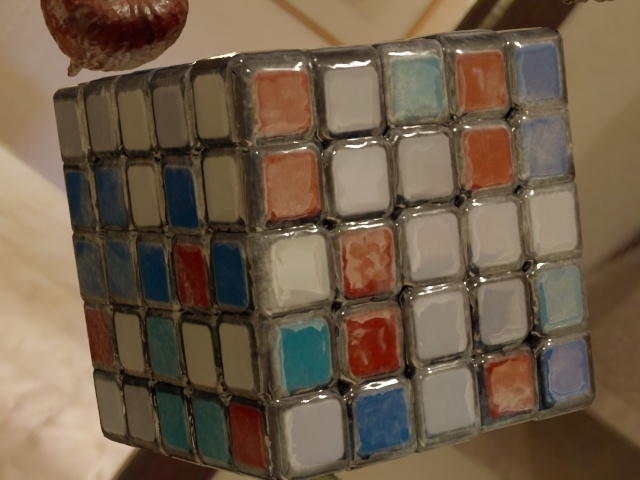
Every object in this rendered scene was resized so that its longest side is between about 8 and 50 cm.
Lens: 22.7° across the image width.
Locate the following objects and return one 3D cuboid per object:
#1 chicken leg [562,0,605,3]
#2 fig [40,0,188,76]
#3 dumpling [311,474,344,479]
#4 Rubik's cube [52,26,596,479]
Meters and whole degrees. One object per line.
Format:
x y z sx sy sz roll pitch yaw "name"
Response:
0.263 -0.264 1.305 0.069 0.198 0.085 -14 67 -55 "chicken leg"
-0.185 -0.177 1.303 0.119 0.153 0.119 34 27 -21 "fig"
0.008 0.201 1.224 0.077 0.043 0.059 39 5 11 "dumpling"
0.000 0.000 1.194 0.292 0.293 0.287 -8 6 -33 "Rubik's cube"
